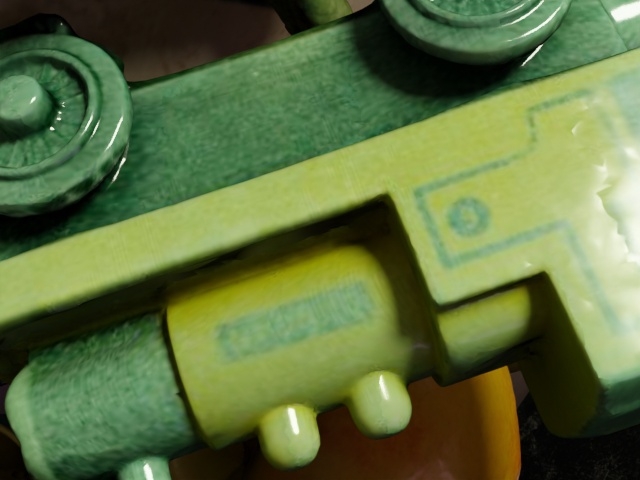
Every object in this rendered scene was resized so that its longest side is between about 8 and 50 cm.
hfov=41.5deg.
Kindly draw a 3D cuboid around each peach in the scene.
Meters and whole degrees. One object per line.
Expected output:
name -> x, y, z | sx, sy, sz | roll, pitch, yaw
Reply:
peach -> 0.019, 0.140, 0.653 | 0.308, 0.289, 0.289 | 11, 115, -57

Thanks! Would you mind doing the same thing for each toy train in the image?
toy train -> 0.000, 0.000, 0.377 | 0.369, 0.237, 0.150 | -19, 158, -3

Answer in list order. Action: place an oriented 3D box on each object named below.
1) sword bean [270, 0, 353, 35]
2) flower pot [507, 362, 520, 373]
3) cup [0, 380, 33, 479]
sword bean -> 0.003, -0.122, 0.472 | 0.038, 0.043, 0.269 | -58, 143, -15
flower pot -> 0.235, 0.085, 1.101 | 0.195, 0.195, 0.179 | -39, 165, -28
cup -> -0.197, 0.169, 0.513 | 0.155, 0.131, 0.176 | 91, 18, -61
